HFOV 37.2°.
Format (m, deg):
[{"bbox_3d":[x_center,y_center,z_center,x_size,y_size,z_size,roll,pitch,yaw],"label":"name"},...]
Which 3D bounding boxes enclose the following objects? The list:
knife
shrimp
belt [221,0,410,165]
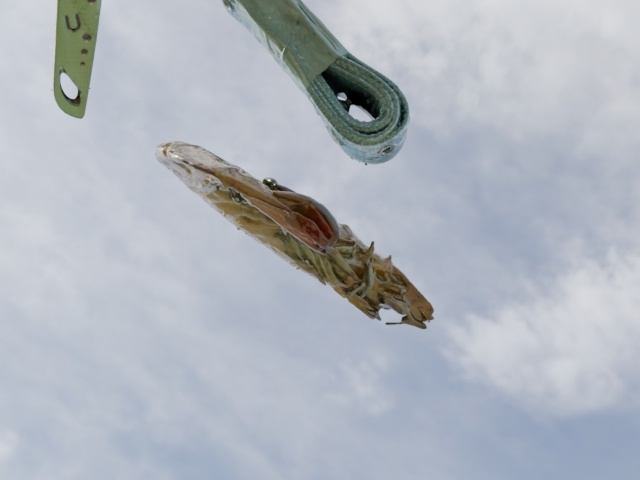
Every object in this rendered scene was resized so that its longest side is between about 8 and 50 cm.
[{"bbox_3d":[-0.190,-0.237,0.763,0.043,0.020,0.293,-2,-63,-28],"label":"knife"},{"bbox_3d":[0.001,-0.001,0.462,0.178,0.034,0.124,34,-7,-15],"label":"shrimp"},{"bbox_3d":[-0.011,-0.211,1.043,0.087,0.072,0.302,-37,-105,-2],"label":"belt"}]
